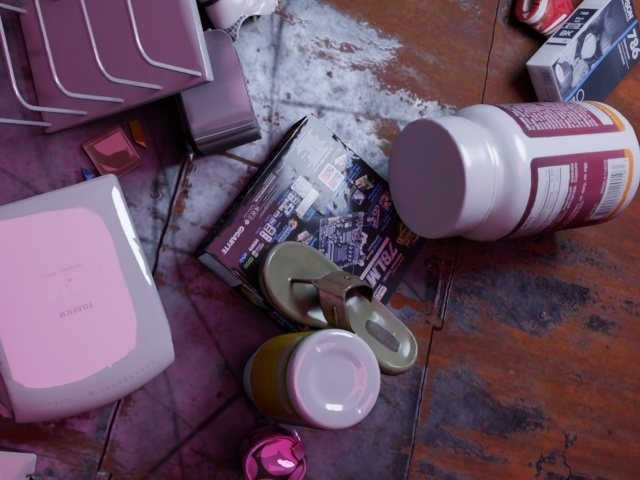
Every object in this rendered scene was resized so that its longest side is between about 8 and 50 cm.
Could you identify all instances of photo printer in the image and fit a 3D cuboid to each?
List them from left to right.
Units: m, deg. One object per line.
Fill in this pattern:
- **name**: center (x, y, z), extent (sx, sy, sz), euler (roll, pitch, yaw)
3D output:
- **photo printer**: center (-0.356, 0.087, 1.261), extent (0.255, 0.107, 0.308), euler (-19, 91, -25)

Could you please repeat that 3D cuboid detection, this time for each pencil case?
- **pencil case**: center (-0.067, 0.311, 1.302), extent (0.098, 0.209, 0.095), euler (-20, 87, -9)

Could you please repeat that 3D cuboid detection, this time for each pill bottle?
- **pill bottle**: center (-0.026, 0.201, 1.315), extent (0.136, 0.245, 0.137), euler (4, 81, -24)
- **pill bottle**: center (0.321, -0.115, 1.496), extent (0.392, 0.224, 0.224), euler (-7, 86, -33)

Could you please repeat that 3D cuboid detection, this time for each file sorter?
- **file sorter**: center (-0.321, -0.276, 1.212), extent (0.173, 0.277, 0.193), euler (-10, 86, -70)

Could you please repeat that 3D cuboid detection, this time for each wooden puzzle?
- **wooden puzzle**: center (-0.313, -0.131, 1.363), extent (0.116, 0.014, 0.079), euler (-27, 90, -25)

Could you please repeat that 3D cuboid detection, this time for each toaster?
- **toaster**: center (-0.161, -0.211, 1.345), extent (0.110, 0.168, 0.186), euler (-16, 89, 0)

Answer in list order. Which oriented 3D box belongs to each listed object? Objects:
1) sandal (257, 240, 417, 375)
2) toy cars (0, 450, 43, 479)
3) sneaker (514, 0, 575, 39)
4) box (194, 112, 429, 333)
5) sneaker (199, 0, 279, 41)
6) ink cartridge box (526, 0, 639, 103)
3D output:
- **sandal**: center (0.041, 0.093, 1.359), extent (0.302, 0.086, 0.120), euler (34, 59, -19)
- **toy cars**: center (-0.489, 0.282, 1.192), extent (0.176, 0.087, 0.394), euler (-33, 100, -22)
- **sneaker**: center (0.444, -0.479, 1.723), extent (0.128, 0.087, 0.221), euler (32, 71, -34)
- **box**: center (0.000, 0.000, 1.450), extent (0.293, 0.073, 0.296), euler (41, 69, -15)
- **sneaker**: center (-0.093, -0.421, 1.470), extent (0.235, 0.090, 0.095), euler (-42, 113, -19)
- **ink cartridge box**: center (0.521, -0.364, 1.702), extent (0.333, 0.065, 0.165), euler (-48, 128, -22)
